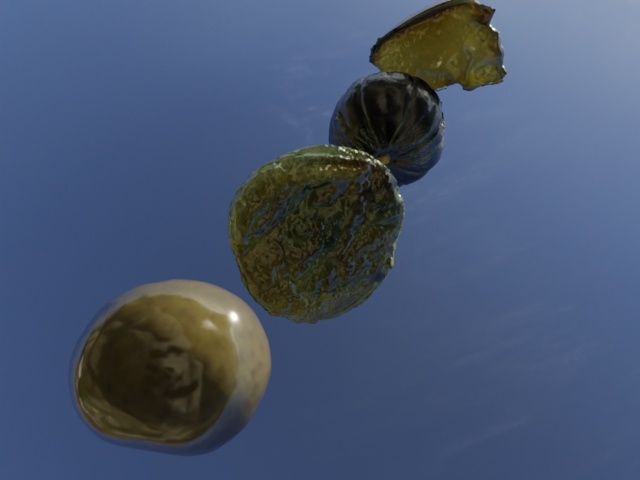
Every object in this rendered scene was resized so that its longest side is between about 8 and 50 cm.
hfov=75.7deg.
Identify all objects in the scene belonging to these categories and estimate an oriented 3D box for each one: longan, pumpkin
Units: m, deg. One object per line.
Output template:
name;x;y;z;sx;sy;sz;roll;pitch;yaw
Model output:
longan;-0.278;0.243;0.806;0.360;0.361;0.361;-2;-108;5
pumpkin;0.122;-0.198;0.761;0.220;0.221;0.162;7;-128;8

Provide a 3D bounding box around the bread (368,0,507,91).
bread;0.240;-0.376;0.808;0.251;0.174;0.133;-5;-143;44

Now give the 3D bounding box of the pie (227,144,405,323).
pie;0.000;0.000;0.596;0.276;0.078;0.277;-5;-74;-18
